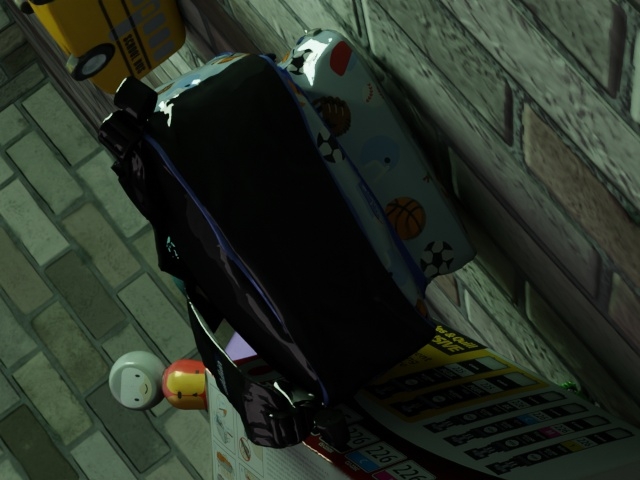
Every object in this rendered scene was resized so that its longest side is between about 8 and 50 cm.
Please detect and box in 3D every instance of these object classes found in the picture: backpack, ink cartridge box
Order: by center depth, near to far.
[{"bbox_3d":[-0.034,-0.026,1.242,0.277,0.213,0.263,63,164,-13],"label":"backpack"},{"bbox_3d":[0.105,0.166,1.267,0.309,0.271,0.130,27,125,55],"label":"ink cartridge box"}]

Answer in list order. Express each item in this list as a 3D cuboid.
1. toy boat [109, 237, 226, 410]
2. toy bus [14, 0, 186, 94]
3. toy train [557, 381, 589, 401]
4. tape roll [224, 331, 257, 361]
[{"bbox_3d":[-0.145,0.045,2.001,0.267,0.148,0.318,69,-153,-62],"label":"toy boat"},{"bbox_3d":[-0.221,-0.250,1.637,0.108,0.130,0.333,51,173,16],"label":"toy bus"},{"bbox_3d":[0.186,0.121,1.326,0.023,0.017,0.083,42,172,4],"label":"toy train"},{"bbox_3d":[0.037,0.154,1.741,0.274,0.090,0.275,31,-178,-1],"label":"tape roll"}]
